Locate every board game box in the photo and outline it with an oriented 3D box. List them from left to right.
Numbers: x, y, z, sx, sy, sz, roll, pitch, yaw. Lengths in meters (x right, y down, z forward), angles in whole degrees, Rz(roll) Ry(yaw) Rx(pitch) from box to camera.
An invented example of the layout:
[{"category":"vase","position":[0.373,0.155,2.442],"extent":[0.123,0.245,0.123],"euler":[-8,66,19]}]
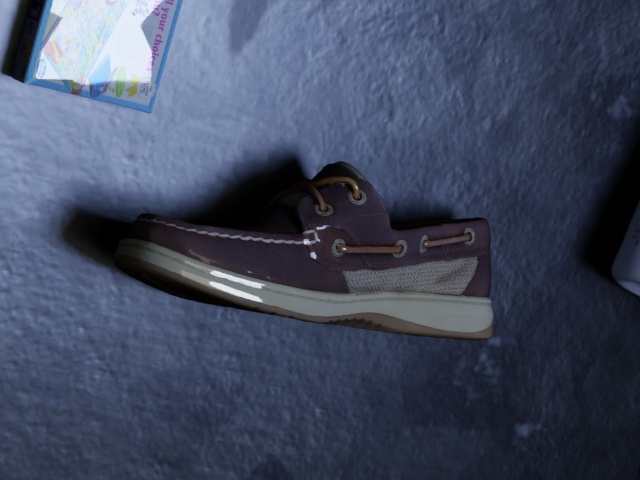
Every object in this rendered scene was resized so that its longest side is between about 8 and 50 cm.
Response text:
[{"category":"board game box","position":[-0.147,-0.175,1.281],"extent":[0.103,0.026,0.154],"euler":[12,97,-34]}]

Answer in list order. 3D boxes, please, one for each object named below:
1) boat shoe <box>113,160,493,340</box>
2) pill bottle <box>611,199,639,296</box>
[{"category":"boat shoe","position":[0.000,0.000,1.380],"extent":[0.342,0.123,0.123],"euler":[10,88,-35]},{"category":"pill bottle","position":[0.350,-0.049,1.561],"extent":[0.131,0.131,0.229],"euler":[27,84,-35]}]
